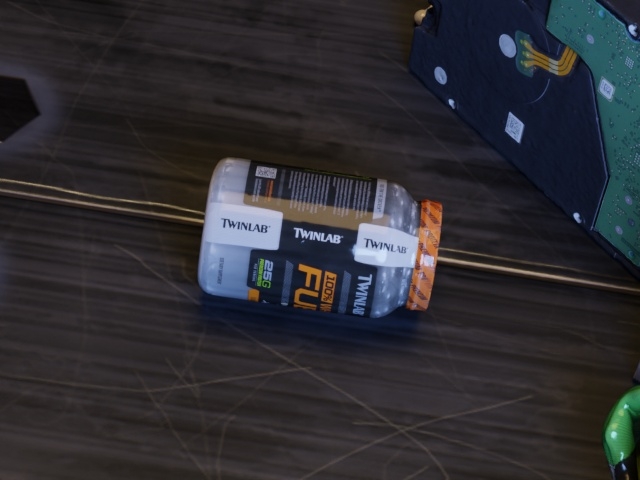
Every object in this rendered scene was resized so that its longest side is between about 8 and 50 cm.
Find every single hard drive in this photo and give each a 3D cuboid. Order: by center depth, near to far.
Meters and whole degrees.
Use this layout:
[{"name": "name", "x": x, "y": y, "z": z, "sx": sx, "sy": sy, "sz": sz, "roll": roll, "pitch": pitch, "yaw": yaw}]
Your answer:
[{"name": "hard drive", "x": 0.218, "y": -0.150, "z": 1.586, "sx": 0.064, "sy": 0.237, "sz": 0.339, "roll": -26, "pitch": 54, "yaw": -28}]

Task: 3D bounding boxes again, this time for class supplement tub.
[{"name": "supplement tub", "x": 0.000, "y": 0.000, "z": 1.496, "sx": 0.190, "sy": 0.117, "sz": 0.117, "roll": 8, "pitch": 46, "yaw": 1}]

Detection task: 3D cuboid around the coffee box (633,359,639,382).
[{"name": "coffee box", "x": 0.348, "y": 0.021, "z": 1.435, "sx": 0.098, "sy": 0.246, "sz": 0.141, "roll": 33, "pitch": 52, "yaw": 20}]

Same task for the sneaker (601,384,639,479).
[{"name": "sneaker", "x": 0.272, "y": 0.235, "z": 1.250, "sx": 0.146, "sy": 0.134, "sz": 0.343, "roll": 36, "pitch": 18, "yaw": -30}]

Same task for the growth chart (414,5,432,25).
[{"name": "growth chart", "x": 0.232, "y": -0.206, "z": 1.756, "sx": 0.172, "sy": 0.021, "sz": 0.237, "roll": -44, "pitch": 64, "yaw": -13}]
